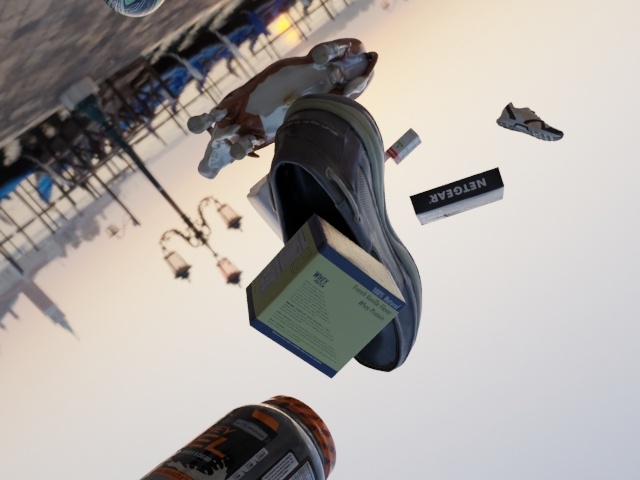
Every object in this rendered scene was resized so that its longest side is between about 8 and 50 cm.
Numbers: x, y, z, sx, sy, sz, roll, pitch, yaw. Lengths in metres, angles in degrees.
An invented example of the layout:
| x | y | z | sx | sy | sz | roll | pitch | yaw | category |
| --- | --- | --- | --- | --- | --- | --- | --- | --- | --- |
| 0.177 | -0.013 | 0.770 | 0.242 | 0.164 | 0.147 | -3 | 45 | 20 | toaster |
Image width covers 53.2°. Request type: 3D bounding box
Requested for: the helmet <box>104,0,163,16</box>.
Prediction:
| x | y | z | sx | sy | sz | roll | pitch | yaw | category |
| --- | --- | --- | --- | --- | --- | --- | --- | --- | --- |
| -0.393 | -0.556 | 1.344 | 0.161 | 0.169 | 0.169 | -61 | -164 | 0 | helmet |

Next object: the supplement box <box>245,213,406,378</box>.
| x | y | z | sx | sy | sz | roll | pitch | yaw | category |
| --- | --- | --- | --- | --- | --- | --- | --- | --- | --- |
| 0.002 | 0.042 | 0.483 | 0.083 | 0.083 | 0.056 | -47 | -156 | 13 | supplement box |

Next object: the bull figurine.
| x | y | z | sx | sy | sz | roll | pitch | yaw | category |
| --- | --- | --- | --- | --- | --- | --- | --- | --- | --- |
| -0.066 | -0.174 | 0.856 | 0.310 | 0.101 | 0.188 | -29 | -167 | 19 | bull figurine |

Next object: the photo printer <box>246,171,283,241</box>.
| x | y | z | sx | sy | sz | roll | pitch | yaw | category |
| --- | --- | --- | --- | --- | --- | --- | --- | --- | --- |
| 0.000 | 0.000 | 1.178 | 0.107 | 0.307 | 0.256 | -42 | -170 | -6 | photo printer |

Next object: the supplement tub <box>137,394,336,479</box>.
| x | y | z | sx | sy | sz | roll | pitch | yaw | category |
| --- | --- | --- | --- | --- | --- | --- | --- | --- | --- |
| -0.125 | 0.353 | 0.868 | 0.194 | 0.193 | 0.316 | -26 | -179 | 39 | supplement tub |

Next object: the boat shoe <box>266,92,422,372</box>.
| x | y | z | sx | sy | sz | roll | pitch | yaw | category |
| --- | --- | --- | --- | --- | --- | --- | --- | --- | --- |
| 0.016 | 0.023 | 0.693 | 0.132 | 0.355 | 0.130 | 1 | -143 | 32 | boat shoe |

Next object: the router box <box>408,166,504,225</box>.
| x | y | z | sx | sy | sz | roll | pitch | yaw | category |
| --- | --- | --- | --- | --- | --- | --- | --- | --- | --- |
| 0.275 | -0.086 | 1.281 | 0.179 | 0.046 | 0.133 | -18 | 169 | 11 | router box |

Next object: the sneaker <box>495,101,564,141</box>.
| x | y | z | sx | sy | sz | roll | pitch | yaw | category |
| --- | --- | --- | --- | --- | --- | --- | --- | --- | --- |
| 0.342 | -0.192 | 1.035 | 0.043 | 0.109 | 0.040 | -66 | 163 | 0 | sneaker |

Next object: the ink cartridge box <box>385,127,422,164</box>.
| x | y | z | sx | sy | sz | roll | pitch | yaw | category |
| --- | --- | --- | --- | --- | --- | --- | --- | --- | --- |
| 0.174 | -0.197 | 1.434 | 0.115 | 0.029 | 0.063 | -43 | 164 | 7 | ink cartridge box |
